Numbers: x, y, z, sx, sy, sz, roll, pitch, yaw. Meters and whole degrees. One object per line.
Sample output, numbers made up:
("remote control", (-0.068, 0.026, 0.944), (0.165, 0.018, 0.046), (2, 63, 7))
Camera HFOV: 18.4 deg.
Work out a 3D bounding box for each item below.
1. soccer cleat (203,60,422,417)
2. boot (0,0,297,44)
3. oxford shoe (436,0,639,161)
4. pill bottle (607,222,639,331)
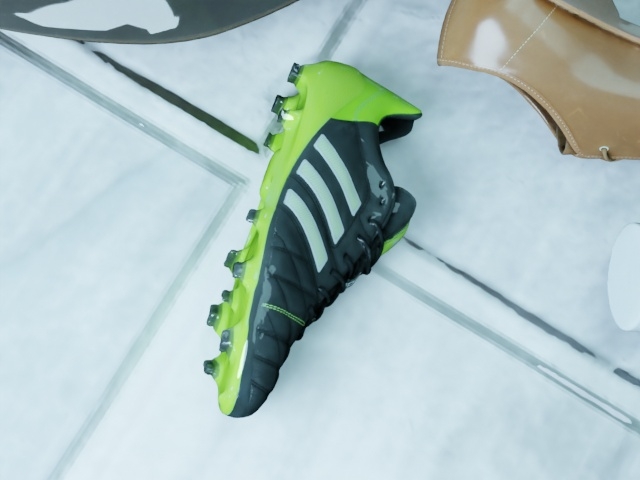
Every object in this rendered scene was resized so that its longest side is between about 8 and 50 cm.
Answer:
("soccer cleat", (0.000, 0.000, 0.861), (0.072, 0.060, 0.178), (21, 61, -8))
("boot", (-0.031, -0.150, 0.905), (0.305, 0.115, 0.112), (-10, 92, -1))
("oxford shoe", (0.153, -0.063, 0.934), (0.212, 0.076, 0.076), (26, 91, -2))
("pill bottle", (0.196, 0.020, 0.900), (0.120, 0.067, 0.067), (4, 67, -14))
